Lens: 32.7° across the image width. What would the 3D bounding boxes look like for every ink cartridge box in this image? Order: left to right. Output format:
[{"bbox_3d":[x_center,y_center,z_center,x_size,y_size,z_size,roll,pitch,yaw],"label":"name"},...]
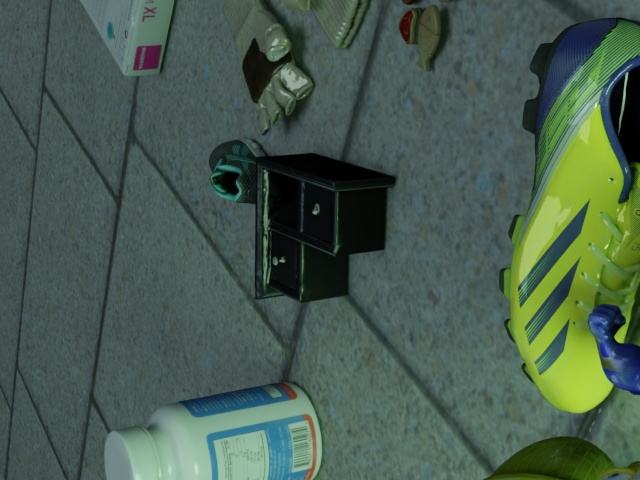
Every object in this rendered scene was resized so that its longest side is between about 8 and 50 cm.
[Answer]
[{"bbox_3d":[-0.288,-0.394,1.534,0.311,0.065,0.186,54,138,37],"label":"ink cartridge box"}]

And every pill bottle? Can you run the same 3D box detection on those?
[{"bbox_3d":[-0.120,0.234,1.212,0.124,0.221,0.124,16,109,58],"label":"pill bottle"}]

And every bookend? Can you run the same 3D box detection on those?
[{"bbox_3d":[0.000,0.000,1.112,0.156,0.072,0.157,24,116,55],"label":"bookend"}]

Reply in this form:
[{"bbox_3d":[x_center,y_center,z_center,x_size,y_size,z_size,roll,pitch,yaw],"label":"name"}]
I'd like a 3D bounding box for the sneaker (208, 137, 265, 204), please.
[{"bbox_3d":[-0.099,-0.079,1.259,0.166,0.076,0.065,27,117,55],"label":"sneaker"}]

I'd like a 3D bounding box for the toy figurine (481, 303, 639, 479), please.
[{"bbox_3d":[0.261,0.085,0.679,0.362,0.191,0.217,141,148,-63],"label":"toy figurine"}]

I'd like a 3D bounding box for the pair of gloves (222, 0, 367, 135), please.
[{"bbox_3d":[-0.042,-0.253,1.165,0.240,0.042,0.204,-51,53,49],"label":"pair of gloves"}]

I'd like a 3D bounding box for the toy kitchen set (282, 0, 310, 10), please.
[{"bbox_3d":[-0.049,-0.263,1.077,0.083,0.075,0.068,16,110,47],"label":"toy kitchen set"}]

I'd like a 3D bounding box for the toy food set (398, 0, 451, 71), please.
[{"bbox_3d":[0.095,-0.220,0.965,0.078,0.019,0.122,57,148,38],"label":"toy food set"}]

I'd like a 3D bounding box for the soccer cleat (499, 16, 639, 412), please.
[{"bbox_3d":[0.198,-0.008,0.760,0.121,0.093,0.289,17,111,50],"label":"soccer cleat"}]
